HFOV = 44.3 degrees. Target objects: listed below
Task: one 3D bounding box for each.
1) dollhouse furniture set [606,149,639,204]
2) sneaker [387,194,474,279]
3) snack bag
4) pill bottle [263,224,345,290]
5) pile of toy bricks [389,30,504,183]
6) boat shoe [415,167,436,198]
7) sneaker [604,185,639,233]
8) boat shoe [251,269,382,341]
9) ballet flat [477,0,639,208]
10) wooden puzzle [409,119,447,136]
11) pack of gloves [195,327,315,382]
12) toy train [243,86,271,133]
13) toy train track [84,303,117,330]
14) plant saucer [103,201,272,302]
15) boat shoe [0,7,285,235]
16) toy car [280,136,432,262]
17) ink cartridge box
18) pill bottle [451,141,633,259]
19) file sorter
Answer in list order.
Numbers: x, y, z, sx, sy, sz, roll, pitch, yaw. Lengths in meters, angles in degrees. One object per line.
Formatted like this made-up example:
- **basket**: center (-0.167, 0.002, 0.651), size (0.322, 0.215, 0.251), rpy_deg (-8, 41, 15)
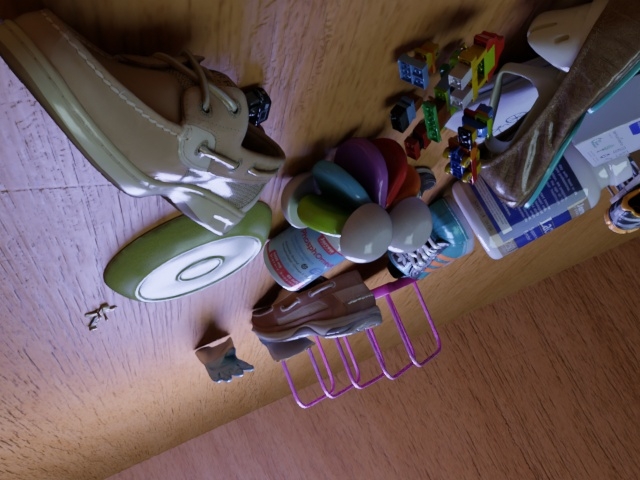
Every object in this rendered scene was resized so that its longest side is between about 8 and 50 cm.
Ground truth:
- **dollhouse furniture set**: center (0.509, -0.131, 1.456), size (0.184, 0.129, 0.129), rpy_deg (-24, 164, -13)
- **sneaker**: center (0.194, 0.013, 1.455), size (0.121, 0.108, 0.302), rpy_deg (-28, 166, -11)
- **snack bag**: center (0.356, -0.201, 1.043), size (0.342, 0.037, 0.323), rpy_deg (-20, 167, 25)
- **pill bottle**: center (0.000, 0.000, 1.145), size (0.160, 0.087, 0.087), rpy_deg (-35, 162, 24)
- **pile of toy bricks**: center (0.152, -0.166, 0.882), size (0.105, 0.118, 0.212), rpy_deg (-51, 153, -17)
- **boat shoe**: center (0.128, -0.076, 1.175), size (0.152, 0.049, 0.056), rpy_deg (-8, 155, -49)
- **sneaker**: center (0.626, -0.079, 1.425), size (0.215, 0.084, 0.083), rpy_deg (-26, 160, 0)
- **boat shoe**: center (-0.017, 0.112, 1.417), size (0.123, 0.116, 0.324), rpy_deg (-16, -178, -42)
- **ballet flat**: center (0.264, -0.175, 0.875), size (0.116, 0.124, 0.342), rpy_deg (-53, 174, -39)
- **wooden puzzle**: center (0.151, -0.151, 1.056), size (0.049, 0.006, 0.083), rpy_deg (-36, 161, 31)
- **pack of gloves**: center (-0.138, 0.194, 1.515), size (0.195, 0.046, 0.232), rpy_deg (-24, -165, -14)
- **toy train**: center (-0.075, -0.107, 0.808), size (0.036, 0.027, 0.158), rpy_deg (-31, 167, -24)
- **toy train track**: center (-0.320, 0.115, 1.138), size (0.048, 0.014, 0.083), rpy_deg (-14, 160, -36)
- **plant saucer**: center (-0.167, 0.025, 1.053), size (0.241, 0.037, 0.241), rpy_deg (-25, 164, -8)
- **boat shoe**: center (-0.120, -0.100, 0.617), size (0.110, 0.121, 0.341), rpy_deg (-41, 164, 3)
- **toy car**: center (0.052, -0.062, 0.978), size (0.182, 0.159, 0.136), rpy_deg (-11, 123, -43)
- **ink cartridge box**: center (0.493, -0.195, 1.018), size (0.333, 0.065, 0.165), rpy_deg (-20, 165, 23)
- **pill bottle**: center (0.367, -0.093, 1.311), size (0.265, 0.153, 0.153), rpy_deg (-31, 164, 13)
- **file sorter**: center (0.079, 0.211, 1.643), size (0.291, 0.182, 0.202), rpy_deg (-24, 174, 24)
